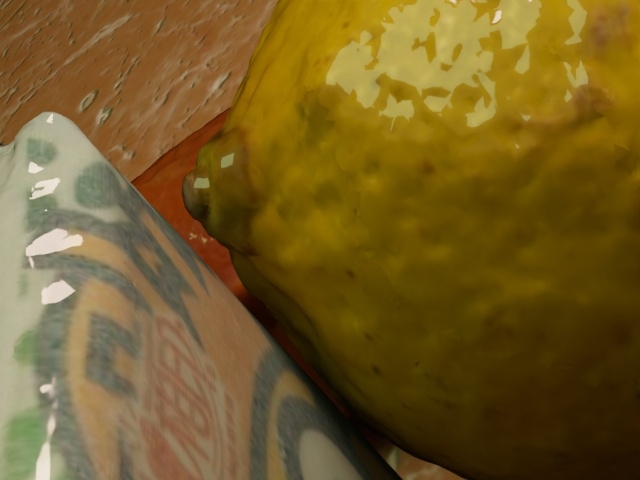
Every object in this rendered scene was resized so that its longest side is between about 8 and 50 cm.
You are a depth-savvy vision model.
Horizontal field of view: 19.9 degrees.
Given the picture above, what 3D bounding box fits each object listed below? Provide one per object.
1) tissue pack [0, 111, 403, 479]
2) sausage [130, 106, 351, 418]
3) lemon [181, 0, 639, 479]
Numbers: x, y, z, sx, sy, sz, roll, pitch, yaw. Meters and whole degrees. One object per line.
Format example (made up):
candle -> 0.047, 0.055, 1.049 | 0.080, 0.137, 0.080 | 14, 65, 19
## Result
tissue pack -> -0.034, 0.144, 0.563 | 0.128, 0.311, 0.228 | -29, 33, 17
sausage -> 0.000, 0.001, 0.867 | 0.268, 0.153, 0.141 | -32, 31, 19
lemon -> 0.102, -0.027, 0.653 | 0.310, 0.253, 0.253 | -10, 26, -15
